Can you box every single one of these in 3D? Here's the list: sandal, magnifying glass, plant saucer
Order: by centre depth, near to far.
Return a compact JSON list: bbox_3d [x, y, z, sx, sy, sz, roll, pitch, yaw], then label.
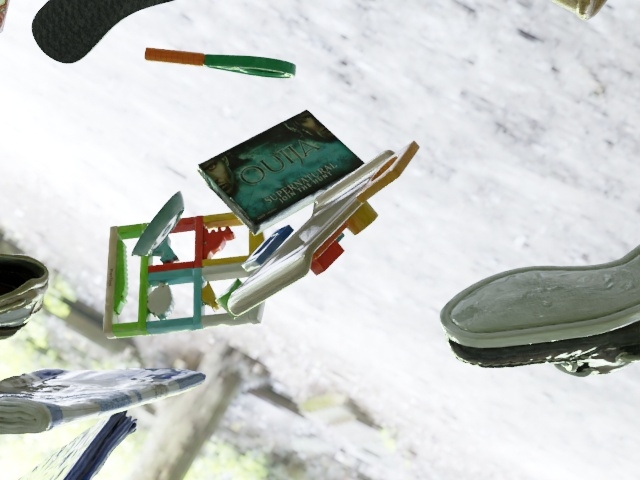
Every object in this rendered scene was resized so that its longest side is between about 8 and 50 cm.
[{"bbox_3d":[-0.211,-0.285,1.327,0.254,0.054,0.097,-26,114,24],"label":"sandal"},{"bbox_3d":[-0.231,-0.019,1.781,0.021,0.119,0.119,36,165,0],"label":"plant saucer"},{"bbox_3d":[-0.152,-0.270,1.867,0.231,0.026,0.092,8,180,-1],"label":"magnifying glass"}]

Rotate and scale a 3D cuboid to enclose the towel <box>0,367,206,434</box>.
[{"bbox_3d":[-0.271,0.155,1.224,0.209,0.034,0.285,-4,180,25],"label":"towel"}]

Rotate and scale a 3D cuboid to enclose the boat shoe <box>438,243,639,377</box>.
[{"bbox_3d":[0.239,0.070,1.027,0.114,0.302,0.091,-128,32,-56],"label":"boat shoe"}]

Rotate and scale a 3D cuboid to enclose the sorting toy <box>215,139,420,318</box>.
[{"bbox_3d":[0.000,0.000,1.349,0.047,0.196,0.348,46,145,-9],"label":"sorting toy"}]

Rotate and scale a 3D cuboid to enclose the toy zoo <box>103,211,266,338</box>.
[{"bbox_3d":[-0.194,0.050,1.934,0.293,0.192,0.030,-7,152,9],"label":"toy zoo"}]

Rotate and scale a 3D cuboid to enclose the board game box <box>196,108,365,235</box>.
[{"bbox_3d":[-0.051,-0.093,1.603,0.126,0.186,0.026,45,148,25],"label":"board game box"}]

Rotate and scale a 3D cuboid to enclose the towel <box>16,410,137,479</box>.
[{"bbox_3d":[-0.386,0.350,1.537,0.040,0.336,0.243,50,-157,-8],"label":"towel"}]

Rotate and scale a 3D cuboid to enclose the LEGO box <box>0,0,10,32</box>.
[{"bbox_3d":[-0.507,-0.503,1.400,0.372,0.193,0.500,44,137,13],"label":"LEGO box"}]

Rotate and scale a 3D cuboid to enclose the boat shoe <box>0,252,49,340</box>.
[{"bbox_3d":[-0.445,0.047,1.352,0.302,0.113,0.103,1,144,-43],"label":"boat shoe"}]

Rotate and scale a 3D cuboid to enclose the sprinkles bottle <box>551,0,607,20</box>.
[{"bbox_3d":[0.346,-0.517,2.148,0.355,0.121,0.121,33,167,20],"label":"sprinkles bottle"}]
